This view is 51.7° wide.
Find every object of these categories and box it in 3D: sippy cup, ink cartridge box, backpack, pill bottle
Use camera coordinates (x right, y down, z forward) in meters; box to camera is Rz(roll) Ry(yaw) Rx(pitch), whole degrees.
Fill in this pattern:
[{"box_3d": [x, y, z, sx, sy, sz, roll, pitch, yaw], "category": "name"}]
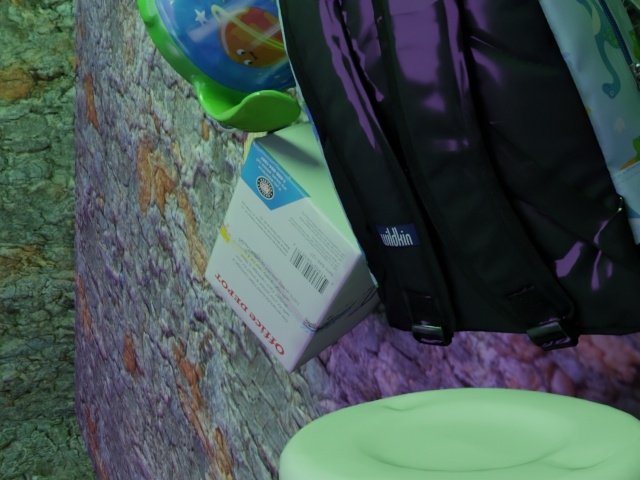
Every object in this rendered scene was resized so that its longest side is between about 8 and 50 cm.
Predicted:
[{"box_3d": [-0.040, -0.284, 0.689, 0.224, 0.240, 0.306, -10, 105, 50], "category": "sippy cup"}, {"box_3d": [0.000, 0.000, 0.773, 0.171, 0.168, 0.233, 47, 137, 17], "category": "ink cartridge box"}, {"box_3d": [0.113, -0.124, 0.521, 0.290, 0.273, 0.356, -13, 119, 53], "category": "backpack"}, {"box_3d": [0.102, 0.306, 0.395, 0.224, 0.224, 0.393, -4, 91, 59], "category": "pill bottle"}]

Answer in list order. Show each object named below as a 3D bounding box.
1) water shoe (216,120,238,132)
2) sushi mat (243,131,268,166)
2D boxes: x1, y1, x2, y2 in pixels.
[{"box_3d": [-0.140, -0.277, 1.094, 0.072, 0.080, 0.203, -5, 90, 15], "category": "water shoe"}, {"box_3d": [-0.097, -0.119, 0.971, 0.317, 0.019, 0.151, -94, 21, -49], "category": "sushi mat"}]
